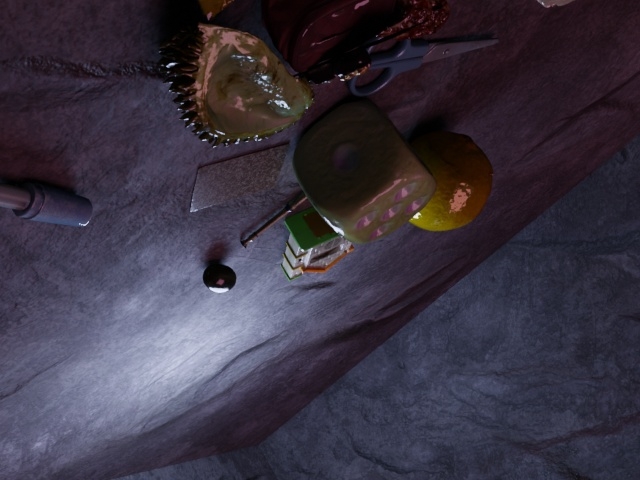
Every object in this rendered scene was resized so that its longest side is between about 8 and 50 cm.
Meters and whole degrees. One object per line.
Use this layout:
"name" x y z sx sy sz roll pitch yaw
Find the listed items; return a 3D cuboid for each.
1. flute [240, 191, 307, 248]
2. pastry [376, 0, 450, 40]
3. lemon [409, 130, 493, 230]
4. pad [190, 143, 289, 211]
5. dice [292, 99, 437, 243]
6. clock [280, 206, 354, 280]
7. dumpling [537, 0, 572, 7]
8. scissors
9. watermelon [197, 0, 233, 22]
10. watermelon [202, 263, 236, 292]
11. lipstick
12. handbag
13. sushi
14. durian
"flute" -0.113 -0.059 1.901 0.233 0.027 0.027 -38 157 7
"pastry" 0.179 -0.453 1.438 0.209 0.097 0.115 -12 158 -45
"lemon" 0.328 -0.160 1.986 0.293 0.293 0.293 -29 156 -14
"pad" -0.185 -0.143 1.668 0.235 0.003 0.158 -20 153 -30
"dice" 0.100 -0.158 1.707 0.254 0.252 0.250 -37 156 10
"clock" 0.000 0.000 2.083 0.220 0.106 0.255 -24 159 -21
"dumpling" 0.516 -0.604 1.593 0.155 0.181 0.111 -11 -165 4
"scissors" 0.253 -0.428 1.661 0.447 0.029 0.192 -18 153 -33
"watermelon" -0.069 -0.449 1.061 0.301 0.129 0.123 -33 158 17
"watermelon" -0.268 0.100 1.941 0.078 0.078 0.111 -40 156 13
"lipstick" -0.521 -0.072 1.283 0.068 0.061 0.274 -40 157 17
"handbag" 0.014 -0.399 1.268 0.225 0.135 0.146 -29 163 -19
"sushi" 0.058 -0.323 1.341 0.280 0.043 0.192 -13 -163 34
"durian" -0.144 -0.272 1.268 0.198 0.163 0.394 -43 153 15
